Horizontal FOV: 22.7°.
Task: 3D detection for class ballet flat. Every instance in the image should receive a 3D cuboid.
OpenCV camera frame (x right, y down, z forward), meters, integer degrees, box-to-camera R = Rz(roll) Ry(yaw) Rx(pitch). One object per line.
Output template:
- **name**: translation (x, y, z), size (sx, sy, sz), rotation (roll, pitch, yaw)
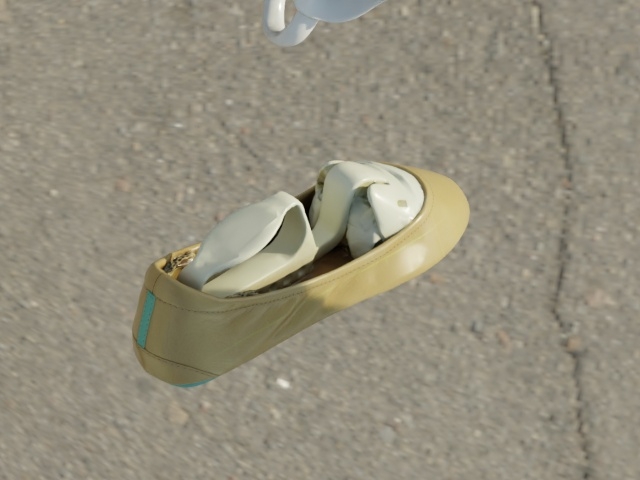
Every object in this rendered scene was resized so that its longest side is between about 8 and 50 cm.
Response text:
- **ballet flat**: translation (0.000, 0.000, 0.840), size (0.232, 0.080, 0.073), rotation (-32, 139, -36)

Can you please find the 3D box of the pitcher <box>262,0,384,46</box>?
- **pitcher**: translation (0.004, -0.274, 1.306), size (0.125, 0.178, 0.207), rotation (13, 65, -37)
